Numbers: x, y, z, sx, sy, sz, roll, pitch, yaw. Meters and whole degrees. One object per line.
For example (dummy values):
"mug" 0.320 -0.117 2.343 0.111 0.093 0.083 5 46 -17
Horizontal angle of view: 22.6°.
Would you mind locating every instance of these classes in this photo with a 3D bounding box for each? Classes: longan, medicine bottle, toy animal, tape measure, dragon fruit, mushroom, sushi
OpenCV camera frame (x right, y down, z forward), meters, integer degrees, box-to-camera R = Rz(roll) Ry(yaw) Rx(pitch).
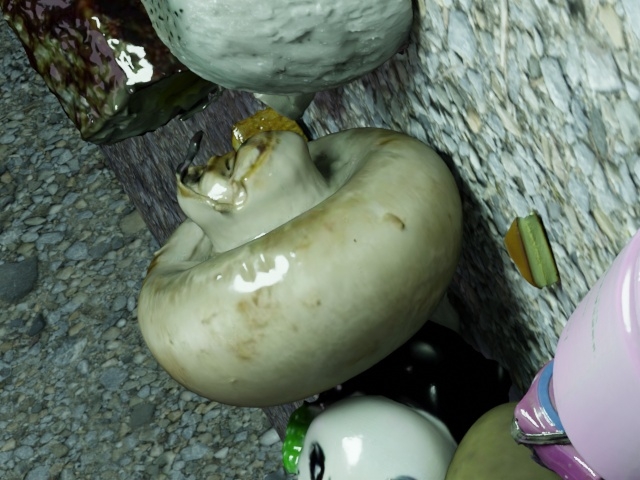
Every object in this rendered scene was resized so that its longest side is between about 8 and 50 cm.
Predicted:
"longan" 0.224 0.273 1.555 0.246 0.215 0.246 177 90 -69
"medicine bottle" 0.261 0.060 1.015 0.178 0.178 0.290 59 166 15
"toy animal" 0.066 0.220 1.711 0.212 0.266 0.212 15 136 15
"tape measure" 0.237 0.164 1.451 0.118 0.125 0.074 43 150 25
"dragon fruit" -0.050 -0.233 1.574 0.204 0.221 0.283 69 166 -12
"mushroom" -0.036 -0.004 1.649 0.294 0.362 0.362 58 169 -16
"sushi" -0.257 -0.300 2.124 0.294 0.281 0.299 55 160 7

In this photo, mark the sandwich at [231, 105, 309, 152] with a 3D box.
"sandwich" 0.000 0.000 2.145 0.301 0.099 0.271 53 169 25

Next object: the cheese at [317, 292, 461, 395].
"cheese" 0.062 0.116 1.915 0.154 0.189 0.198 60 167 10

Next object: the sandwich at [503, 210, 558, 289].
"sandwich" 0.194 0.005 1.510 0.044 0.031 0.083 32 145 59

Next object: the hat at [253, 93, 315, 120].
"hat" -0.055 -0.268 1.858 0.219 0.164 0.226 46 121 53
